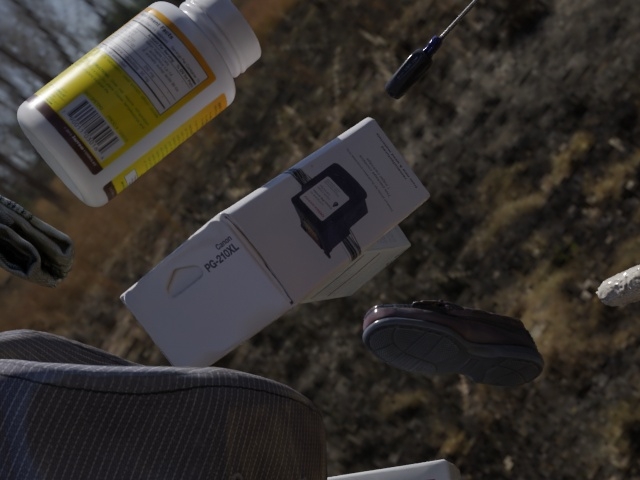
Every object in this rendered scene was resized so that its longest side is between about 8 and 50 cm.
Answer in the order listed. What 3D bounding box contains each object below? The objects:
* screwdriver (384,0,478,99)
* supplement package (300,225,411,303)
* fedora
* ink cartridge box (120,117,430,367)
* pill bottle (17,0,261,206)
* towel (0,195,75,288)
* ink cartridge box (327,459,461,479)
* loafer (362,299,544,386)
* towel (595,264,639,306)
[{"bbox_3d":[0.121,-0.200,1.180,0.170,0.024,0.025,-50,33,1],"label":"screwdriver"},{"bbox_3d":[0.000,0.000,1.421,0.105,0.105,0.179,-41,-18,27],"label":"supplement package"},{"bbox_3d":[-0.094,0.108,0.550,0.244,0.275,0.124,6,85,45],"label":"fedora"},{"bbox_3d":[-0.038,0.005,1.133,0.172,0.100,0.237,-37,0,42],"label":"ink cartridge box"},{"bbox_3d":[-0.161,-0.137,1.155,0.215,0.117,0.117,-40,7,-12],"label":"pill bottle"},{"bbox_3d":[-0.349,-0.069,1.124,0.056,0.312,0.324,-50,5,-7],"label":"towel"},{"bbox_3d":[0.100,0.457,1.712,0.121,0.211,0.289,49,-148,-69],"label":"ink cartridge box"},{"bbox_3d":[0.181,0.132,1.779,0.109,0.303,0.095,-46,40,39],"label":"loafer"},{"bbox_3d":[0.500,0.022,1.608,0.282,0.049,0.187,-13,-12,-41],"label":"towel"}]
